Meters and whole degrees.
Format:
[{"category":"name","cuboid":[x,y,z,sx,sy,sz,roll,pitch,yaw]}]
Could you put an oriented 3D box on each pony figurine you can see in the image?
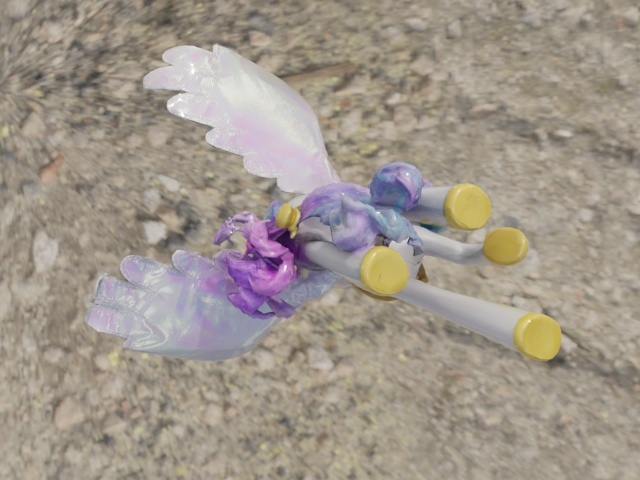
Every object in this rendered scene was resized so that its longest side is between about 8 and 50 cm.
[{"category":"pony figurine","cuboid":[0.000,0.000,1.114,0.351,0.363,0.303,23,81,-33]}]
